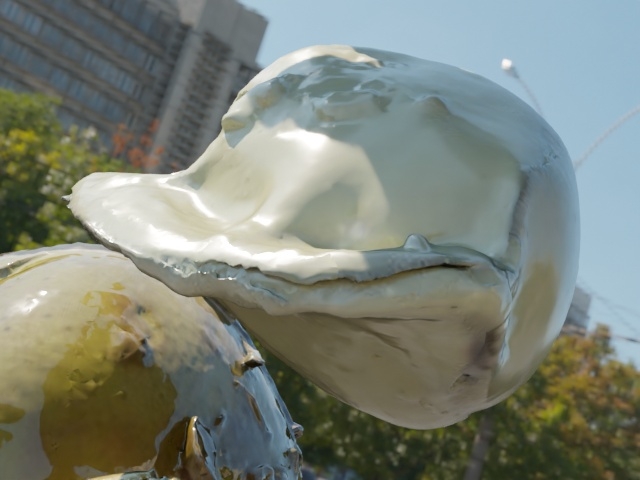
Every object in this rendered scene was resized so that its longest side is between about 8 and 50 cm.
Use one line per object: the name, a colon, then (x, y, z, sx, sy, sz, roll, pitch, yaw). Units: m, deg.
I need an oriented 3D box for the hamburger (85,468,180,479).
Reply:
hamburger: (-0.138, 0.250, 0.622, 0.130, 0.262, 0.124, 8, 2, -11)

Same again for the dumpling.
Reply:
dumpling: (0.000, 0.000, 0.690, 0.315, 0.233, 0.395, 4, 13, 5)

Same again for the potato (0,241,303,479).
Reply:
potato: (-0.204, 0.257, 0.854, 0.385, 0.442, 0.319, -9, 21, 5)
